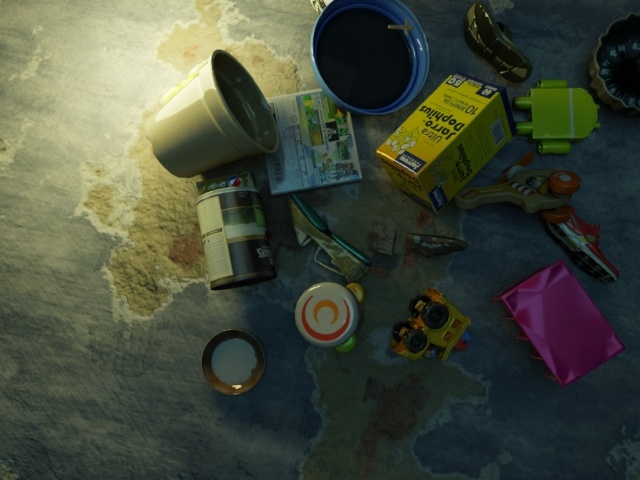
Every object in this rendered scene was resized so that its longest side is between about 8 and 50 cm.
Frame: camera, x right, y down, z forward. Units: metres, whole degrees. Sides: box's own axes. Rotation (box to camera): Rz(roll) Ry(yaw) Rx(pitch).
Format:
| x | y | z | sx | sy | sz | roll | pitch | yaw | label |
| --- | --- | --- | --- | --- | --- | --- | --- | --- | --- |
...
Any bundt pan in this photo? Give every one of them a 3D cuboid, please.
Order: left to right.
| x | y | z | sx | sy | sz | roll | pitch | yaw | label |
| --- | --- | --- | --- | --- | --- | --- | --- | --- | --- |
| 0.998 | -0.533 | 1.610 | 0.331 | 0.124 | 0.330 | 0 | 82 | 3 | bundt pan |

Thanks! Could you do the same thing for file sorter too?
| x | y | z | sx | sy | sz | roll | pitch | yaw | label |
| --- | --- | --- | --- | --- | --- | --- | --- | --- | --- |
| 0.670 | 0.236 | 1.496 | 0.202 | 0.182 | 0.290 | -32 | 81 | -1 | file sorter |

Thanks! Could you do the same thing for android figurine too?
| x | y | z | sx | sy | sz | roll | pitch | yaw | label |
| --- | --- | --- | --- | --- | --- | --- | --- | --- | --- |
| 0.752 | -0.396 | 1.637 | 0.273 | 0.056 | 0.248 | -1 | 82 | 3 | android figurine |

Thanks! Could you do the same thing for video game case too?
| x | y | z | sx | sy | sz | roll | pitch | yaw | label |
| --- | --- | --- | --- | --- | --- | --- | --- | --- | --- |
| -0.038 | -0.326 | 1.676 | 0.300 | 0.036 | 0.328 | -10 | 81 | 2 | video game case |

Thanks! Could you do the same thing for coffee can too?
| x | y | z | sx | sy | sz | roll | pitch | yaw | label |
| --- | --- | --- | --- | --- | --- | --- | --- | --- | --- |
| -0.257 | -0.003 | 1.560 | 0.202 | 0.201 | 0.275 | -13 | 82 | 1 | coffee can |

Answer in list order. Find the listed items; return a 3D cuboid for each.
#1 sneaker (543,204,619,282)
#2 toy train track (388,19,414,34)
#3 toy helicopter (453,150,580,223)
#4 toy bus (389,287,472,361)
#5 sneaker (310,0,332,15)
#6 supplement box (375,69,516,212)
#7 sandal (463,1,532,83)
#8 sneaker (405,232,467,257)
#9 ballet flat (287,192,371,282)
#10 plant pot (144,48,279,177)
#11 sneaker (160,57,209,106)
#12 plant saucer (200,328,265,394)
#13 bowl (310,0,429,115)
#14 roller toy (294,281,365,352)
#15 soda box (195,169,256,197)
| x | y | z | sx | sy | sz | roll | pitch | yaw | label |
| --- | --- | --- | --- | --- | --- | --- | --- | --- | --- |
| 0.814 | 0.004 | 1.561 | 0.118 | 0.107 | 0.279 | -38 | 83 | -8 | sneaker |
| 0.251 | -0.665 | 1.610 | 0.083 | 0.014 | 0.048 | -2 | 96 | -10 | toy train track |
| 0.576 | -0.161 | 1.561 | 0.355 | 0.140 | 0.234 | -7 | 42 | 1 | toy helicopter |
| 0.346 | 0.284 | 1.538 | 0.211 | 0.149 | 0.220 | 36 | 88 | -9 | toy bus |
| -0.044 | -0.851 | 1.676 | 0.448 | 0.169 | 0.257 | 3 | 81 | 1 | sneaker |
| 0.377 | -0.296 | 1.537 | 0.356 | 0.195 | 0.194 | -46 | 47 | -4 | supplement box |
| 0.573 | -0.635 | 1.663 | 0.086 | 0.120 | 0.302 | -33 | 83 | -30 | sandal |
| 0.360 | 0.022 | 1.607 | 0.189 | 0.066 | 0.071 | 8 | 100 | 9 | sneaker |
| 0.000 | 0.000 | 1.598 | 0.348 | 0.123 | 0.123 | 42 | 86 | 7 | ballet flat |
| -0.343 | -0.350 | 1.559 | 0.306 | 0.334 | 0.333 | -24 | 82 | 19 | plant pot |
| -0.405 | -0.487 | 1.700 | 0.240 | 0.091 | 0.126 | -43 | 101 | -3 | sneaker |
| -0.268 | 0.374 | 1.595 | 0.199 | 0.036 | 0.198 | 0 | 83 | 3 | plant saucer |
| 0.152 | -0.583 | 1.626 | 0.392 | 0.077 | 0.390 | 0 | 89 | -16 | bowl |
| 0.030 | 0.221 | 1.545 | 0.191 | 0.146 | 0.209 | 8 | 84 | 14 | roller toy |
| -0.301 | -0.172 | 1.656 | 0.182 | 0.058 | 0.061 | -14 | 82 | 1 | soda box |
